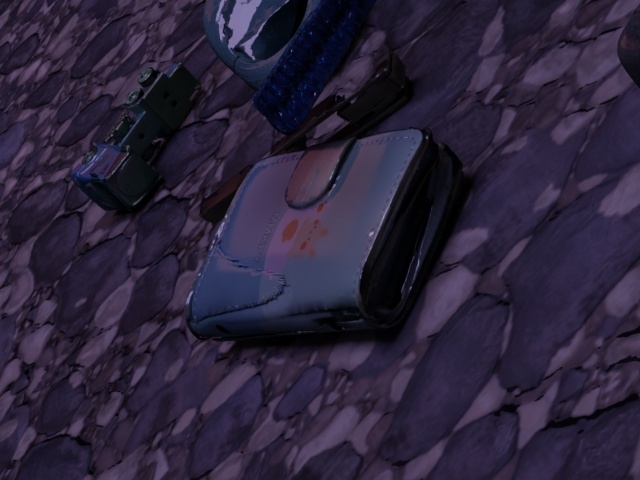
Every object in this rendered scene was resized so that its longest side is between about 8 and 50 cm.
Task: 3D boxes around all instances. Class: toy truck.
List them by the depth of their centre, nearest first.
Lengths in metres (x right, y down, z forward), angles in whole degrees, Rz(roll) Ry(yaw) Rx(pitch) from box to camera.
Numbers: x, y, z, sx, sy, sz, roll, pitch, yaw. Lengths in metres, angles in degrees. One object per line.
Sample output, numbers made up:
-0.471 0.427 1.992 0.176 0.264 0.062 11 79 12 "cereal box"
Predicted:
-0.181 -0.112 2.106 0.081 0.067 0.175 6 56 54 "toy truck"

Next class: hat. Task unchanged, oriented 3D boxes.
-0.033 -0.211 1.986 0.191 0.078 0.138 37 96 46 "hat"

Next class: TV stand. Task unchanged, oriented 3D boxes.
-0.016 -0.088 1.822 0.249 0.042 0.036 -35 31 29 "TV stand"

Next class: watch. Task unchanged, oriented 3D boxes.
0.069 -0.233 1.806 0.276 0.068 0.274 -33 25 19 "watch"

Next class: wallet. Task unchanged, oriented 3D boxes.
0.000 0.000 1.637 0.250 0.075 0.176 -8 52 54 "wallet"

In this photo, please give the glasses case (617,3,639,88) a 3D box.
0.307 -0.092 1.189 0.074 0.131 0.323 -52 25 -11 "glasses case"
